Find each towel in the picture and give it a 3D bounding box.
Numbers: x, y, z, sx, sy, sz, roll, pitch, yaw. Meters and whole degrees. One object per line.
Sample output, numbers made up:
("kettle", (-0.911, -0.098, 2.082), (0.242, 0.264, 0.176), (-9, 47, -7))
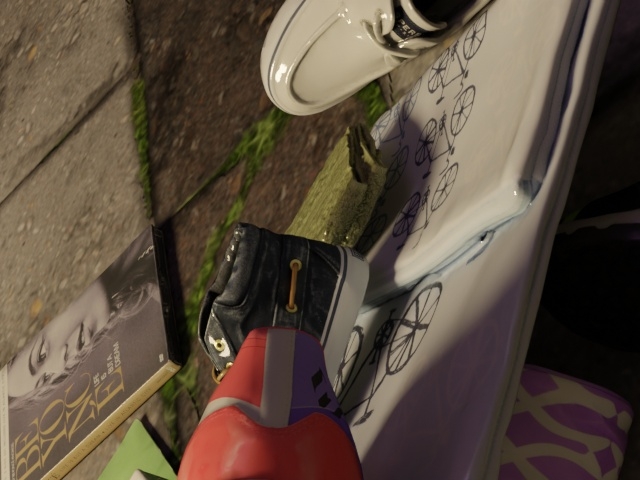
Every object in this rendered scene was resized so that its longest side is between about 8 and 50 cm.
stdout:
("towel", (0.000, 0.000, 0.967), (0.148, 0.027, 0.110), (-60, 12, 18))

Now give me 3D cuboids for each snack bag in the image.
("snack bag", (0.054, 0.018, 0.860), (0.323, 0.037, 0.343), (-39, 31, 64))

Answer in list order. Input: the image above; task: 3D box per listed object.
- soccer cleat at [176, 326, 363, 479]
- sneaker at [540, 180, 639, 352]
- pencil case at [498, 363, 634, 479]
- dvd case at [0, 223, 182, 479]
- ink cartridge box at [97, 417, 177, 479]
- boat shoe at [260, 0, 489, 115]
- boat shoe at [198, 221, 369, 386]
("soccer cleat", (-0.022, 0.165, 0.768), (0.318, 0.108, 0.116), (92, -176, -57))
("sneaker", (0.210, -0.011, 0.768), (0.234, 0.084, 0.097), (-18, 27, 44))
("pencil case", (0.091, 0.157, 0.758), (0.086, 0.088, 0.206), (-3, 63, 54))
("dvd case", (-0.198, 0.109, 1.240), (0.221, 0.018, 0.165), (-43, 36, 23))
("ink cartridge box", (-0.151, 0.235, 1.047), (0.171, 0.056, 0.235), (-57, 35, 4))
("boat shoe", (0.056, -0.172, 1.059), (0.258, 0.095, 0.084), (-44, 31, 23))
("boat shoe", (-0.039, 0.083, 0.878), (0.065, 0.083, 0.183), (-172, 99, -75))
